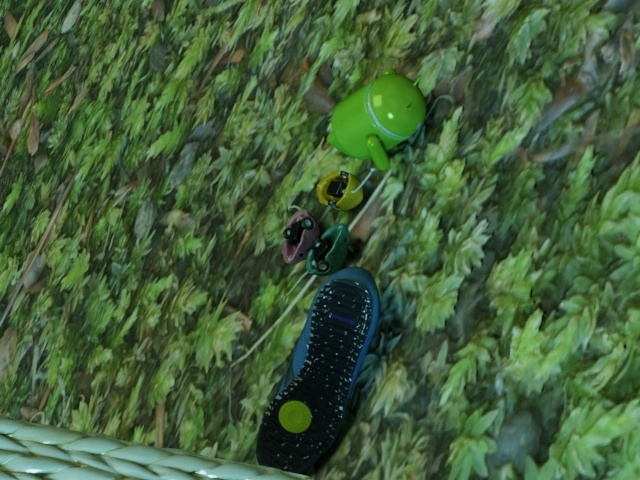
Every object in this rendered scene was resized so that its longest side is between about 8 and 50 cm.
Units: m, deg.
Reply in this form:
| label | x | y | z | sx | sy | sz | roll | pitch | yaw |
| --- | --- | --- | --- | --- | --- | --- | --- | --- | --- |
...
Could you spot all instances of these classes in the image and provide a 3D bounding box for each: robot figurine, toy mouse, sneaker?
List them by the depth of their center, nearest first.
| label | x | y | z | sx | sy | sz | roll | pitch | yaw |
| --- | --- | --- | --- | --- | --- | --- | --- | --- | --- |
| sneaker | 0.003 | 0.123 | 1.379 | 0.082 | 0.069 | 0.209 | -39 | -28 | -77 |
| robot figurine | 0.057 | -0.122 | 1.465 | 0.115 | 0.067 | 0.101 | -30 | 35 | 47 |
| toy mouse | 0.000 | 0.000 | 1.502 | 0.161 | 0.031 | 0.143 | 1 | 68 | 60 |

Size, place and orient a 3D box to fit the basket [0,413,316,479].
| label | x | y | z | sx | sy | sz | roll | pitch | yaw |
| --- | --- | --- | --- | --- | --- | --- | --- | --- | --- |
| basket | -0.189 | 0.325 | 1.062 | 0.328 | 0.331 | 0.266 | 112 | 166 | -46 |
